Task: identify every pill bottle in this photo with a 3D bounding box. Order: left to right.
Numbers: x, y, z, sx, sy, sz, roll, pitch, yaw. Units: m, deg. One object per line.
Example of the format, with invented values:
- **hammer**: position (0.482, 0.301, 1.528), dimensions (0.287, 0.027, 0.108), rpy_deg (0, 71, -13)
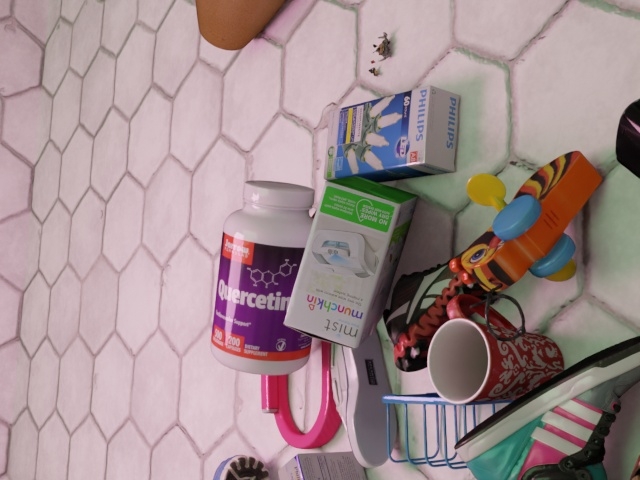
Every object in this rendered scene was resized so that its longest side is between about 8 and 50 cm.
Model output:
- **pill bottle**: position (-0.091, 0.062, 1.543), dimensions (0.181, 0.181, 0.323), rpy_deg (20, 107, 52)

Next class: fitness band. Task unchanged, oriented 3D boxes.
- **fitness band**: position (-0.034, 0.244, 1.646), dimensions (0.209, 0.054, 0.291), rpy_deg (-15, 72, 50)

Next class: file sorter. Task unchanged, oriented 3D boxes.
- **file sorter**: position (0.193, 0.280, 1.292), dimensions (0.170, 0.118, 0.104), rpy_deg (-12, 77, 51)

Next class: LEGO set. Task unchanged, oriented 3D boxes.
- **LEGO set**: position (0.114, -0.342, 1.608), dimensions (0.083, 0.023, 0.054), rpy_deg (-63, 37, 43)

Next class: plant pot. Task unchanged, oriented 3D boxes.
- **plant pot**: position (-0.177, -0.545, 1.883), dimensions (0.254, 0.237, 0.237), rpy_deg (-58, 41, 48)

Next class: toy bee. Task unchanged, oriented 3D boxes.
- **toy bee**: position (0.249, -0.001, 1.189), dimensions (0.162, 0.298, 0.195), rpy_deg (-15, 102, 59)

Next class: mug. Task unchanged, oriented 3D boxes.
- **mug**: position (0.248, 0.151, 1.201), dimensions (0.113, 0.169, 0.150), rpy_deg (-6, 78, 52)

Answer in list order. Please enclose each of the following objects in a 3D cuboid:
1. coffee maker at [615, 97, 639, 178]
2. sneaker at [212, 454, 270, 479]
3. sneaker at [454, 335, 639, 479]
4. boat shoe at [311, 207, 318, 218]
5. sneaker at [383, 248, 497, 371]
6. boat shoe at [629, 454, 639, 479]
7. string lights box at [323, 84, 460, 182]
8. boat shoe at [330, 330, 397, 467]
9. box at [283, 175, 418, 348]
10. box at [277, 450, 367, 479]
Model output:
- **coffee maker**: position (0.428, -0.092, 1.019), dimensions (0.178, 0.171, 0.120), rpy_deg (57, 142, 44)
- **sneaker**: position (-0.167, 0.586, 1.713), dimensions (0.147, 0.129, 0.330), rpy_deg (162, 114, -66)
- **sneaker**: position (0.338, 0.259, 1.105), dimensions (0.295, 0.124, 0.178), rpy_deg (-35, 81, 14)
- **boat shoe**: position (0.000, 0.000, 1.639), dimensions (0.207, 0.073, 0.073), rpy_deg (-60, 0, 19)
- **sneaker**: position (0.185, 0.078, 1.356), dimensions (0.276, 0.097, 0.135), rpy_deg (-55, 47, 32)
- **boat shoe**: position (0.397, 0.307, 1.011), dimensions (0.123, 0.123, 0.342), rpy_deg (36, 111, 50)
- **string lights box**: position (0.119, -0.175, 1.514), dimensions (0.259, 0.076, 0.133), rpy_deg (-5, 78, 52)
- **boat shoe**: position (0.067, 0.266, 1.492), dimensions (0.084, 0.095, 0.258), rpy_deg (-40, 42, 46)
- **box**: position (0.059, 0.026, 1.397), dimensions (0.126, 0.262, 0.231), rpy_deg (18, 100, 10)
- **box**: position (0.012, 0.430, 1.476), dimensions (0.072, 0.137, 0.126), rpy_deg (-46, 49, 38)
